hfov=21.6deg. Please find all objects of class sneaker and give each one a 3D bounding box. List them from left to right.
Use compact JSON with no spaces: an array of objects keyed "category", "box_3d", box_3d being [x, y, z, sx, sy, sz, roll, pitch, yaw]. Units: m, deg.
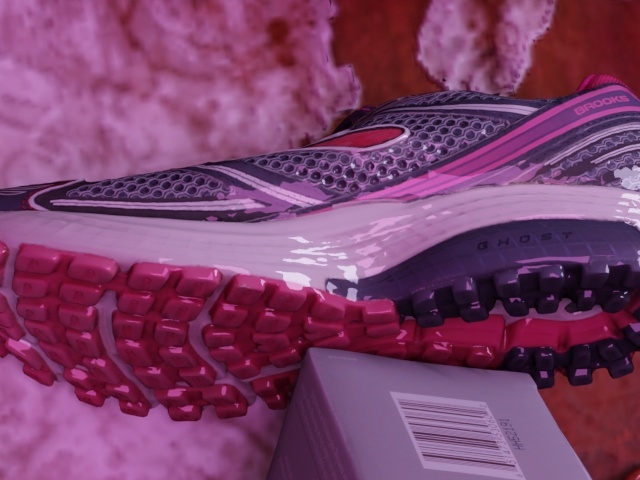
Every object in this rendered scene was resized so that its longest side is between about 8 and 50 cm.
[{"category":"sneaker","box_3d":[0.000,0.000,0.677,0.299,0.121,0.112,-2,57,-6]}]

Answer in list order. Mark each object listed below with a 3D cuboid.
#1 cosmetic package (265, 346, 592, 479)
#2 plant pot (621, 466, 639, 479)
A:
[{"category":"cosmetic package","box_3d":[0.017,0.174,0.634,0.107,0.127,0.238,8,113,-16]},{"category":"plant pot","box_3d":[0.326,0.191,0.703,0.267,0.267,0.235,-24,111,-13]}]
